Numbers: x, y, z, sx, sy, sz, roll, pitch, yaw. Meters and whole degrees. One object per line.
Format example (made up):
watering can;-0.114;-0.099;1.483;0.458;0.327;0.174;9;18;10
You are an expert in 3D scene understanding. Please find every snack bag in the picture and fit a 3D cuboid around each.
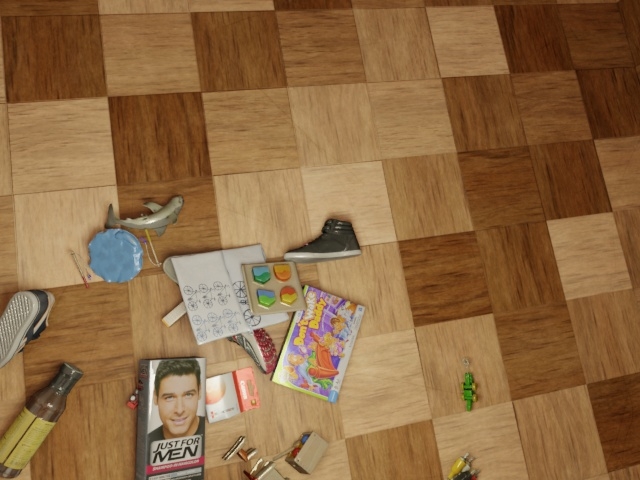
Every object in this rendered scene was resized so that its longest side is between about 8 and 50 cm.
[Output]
snack bag;-0.292;0.165;1.652;0.342;0.037;0.323;-8;61;-32

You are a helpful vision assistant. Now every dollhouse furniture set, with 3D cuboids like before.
dollhouse furniture set;-0.191;0.755;1.539;0.262;0.259;0.135;46;64;2

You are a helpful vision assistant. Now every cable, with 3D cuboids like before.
cable;0.451;0.886;1.764;0.287;0.072;0.140;-35;104;-4

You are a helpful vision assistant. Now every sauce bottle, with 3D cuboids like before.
sauce bottle;-0.861;0.542;1.520;0.111;0.111;0.345;34;74;-3

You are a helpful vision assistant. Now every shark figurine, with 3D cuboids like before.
shark figurine;-0.590;-0.056;1.706;0.278;0.116;0.166;-16;49;-22

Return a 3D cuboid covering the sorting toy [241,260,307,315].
sorting toy;-0.154;0.155;1.685;0.208;0.038;0.193;-1;56;-27

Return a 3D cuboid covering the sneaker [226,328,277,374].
sneaker;-0.255;0.326;1.691;0.112;0.121;0.299;-39;77;11

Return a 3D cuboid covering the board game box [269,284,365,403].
board game box;-0.008;0.361;1.747;0.233;0.078;0.347;21;75;-7

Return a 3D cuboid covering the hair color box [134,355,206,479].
hair color box;-0.468;0.560;1.561;0.185;0.113;0.375;6;78;-35

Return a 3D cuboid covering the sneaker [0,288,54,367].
sneaker;-0.951;0.285;1.555;0.126;0.127;0.321;45;99;6

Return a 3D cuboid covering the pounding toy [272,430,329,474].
pounding toy;-0.067;0.704;1.651;0.100;0.141;0.130;41;60;-1

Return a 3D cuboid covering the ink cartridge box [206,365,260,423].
ink cartridge box;-0.302;0.518;1.674;0.179;0.045;0.146;-12;82;-11

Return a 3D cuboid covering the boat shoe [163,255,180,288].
boat shoe;-0.433;0.159;1.687;0.254;0.079;0.095;41;86;9

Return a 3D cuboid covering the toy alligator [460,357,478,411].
toy alligator;0.554;0.534;1.845;0.051;0.056;0.190;16;69;-52

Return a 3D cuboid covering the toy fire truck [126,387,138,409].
toy fire truck;-0.549;0.530;1.618;0.135;0.047;0.192;37;72;-4

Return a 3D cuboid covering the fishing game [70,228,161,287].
fishing game;-0.686;0.050;1.667;0.263;0.041;0.189;-21;101;-2

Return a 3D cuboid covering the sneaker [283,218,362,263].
sneaker;0.000;0.000;1.814;0.295;0.104;0.147;-6;78;-19

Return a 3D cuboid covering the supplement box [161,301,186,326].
supplement box;-0.484;0.249;1.680;0.098;0.062;0.036;-42;88;-15
